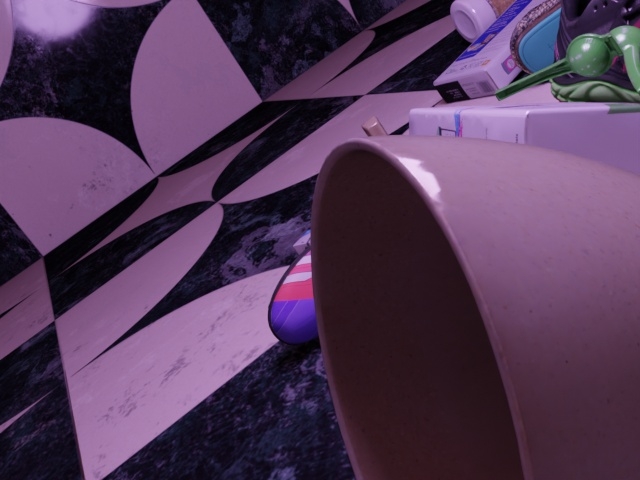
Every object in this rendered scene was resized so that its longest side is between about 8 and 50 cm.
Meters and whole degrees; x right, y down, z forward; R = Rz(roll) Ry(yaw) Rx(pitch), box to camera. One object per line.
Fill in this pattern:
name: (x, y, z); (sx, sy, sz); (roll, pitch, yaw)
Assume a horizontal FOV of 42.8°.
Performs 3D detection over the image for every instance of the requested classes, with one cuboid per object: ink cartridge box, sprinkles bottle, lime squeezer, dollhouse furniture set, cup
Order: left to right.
ink cartridge box: (0.000, 0.000, 1.372); (0.083, 0.028, 0.048); (-12, 28, 47)
dollhouse furniture set: (0.132, -0.187, 1.496); (0.091, 0.114, 0.081); (-35, 14, 3)
ink cartridge box: (0.405, -0.426, 1.666); (0.371, 0.069, 0.176); (-48, 21, -17)
sprinkles bottle: (0.486, -0.622, 1.990); (0.355, 0.121, 0.121); (-37, 18, -11)
ink cartridge box: (0.248, -0.099, 0.944); (0.202, 0.117, 0.278); (-5, 11, -17)
cup: (0.155, 0.074, 0.550); (0.237, 0.330, 0.331); (-13, 13, -15)
lime squeezer: (0.325, -0.202, 0.973); (0.110, 0.059, 0.310); (-57, 19, -1)

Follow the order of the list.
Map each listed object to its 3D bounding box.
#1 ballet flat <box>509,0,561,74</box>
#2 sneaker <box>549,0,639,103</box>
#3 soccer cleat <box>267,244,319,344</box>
ballet flat: (0.532, -0.450, 1.367); (0.483, 0.164, 0.182); (-28, 26, 36)
sneaker: (0.433, -0.265, 1.002); (0.185, 0.202, 0.483); (-14, 14, -19)
soccer cleat: (0.071, 0.029, 1.069); (0.318, 0.108, 0.116); (-36, 22, -14)
